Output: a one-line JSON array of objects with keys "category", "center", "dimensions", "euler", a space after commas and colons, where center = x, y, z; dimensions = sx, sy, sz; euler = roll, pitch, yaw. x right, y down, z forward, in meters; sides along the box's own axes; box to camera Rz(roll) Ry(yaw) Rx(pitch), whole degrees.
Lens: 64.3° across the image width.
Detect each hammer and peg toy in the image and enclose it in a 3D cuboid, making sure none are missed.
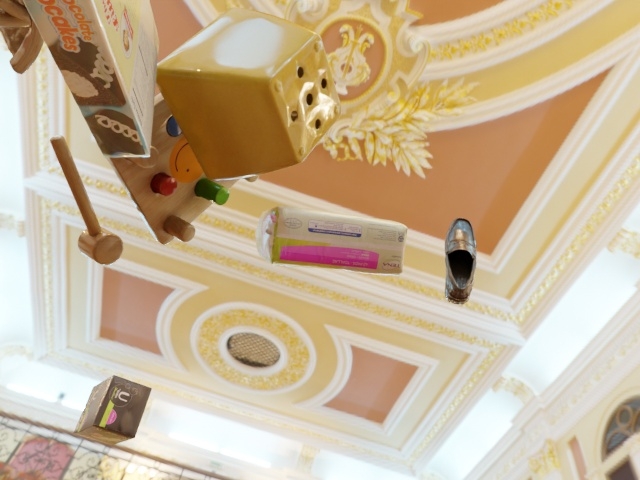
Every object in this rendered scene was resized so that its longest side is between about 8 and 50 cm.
[{"category": "hammer and peg toy", "center": [-0.277, -0.121, 0.897], "dimensions": [0.127, 0.361, 0.266], "euler": [27, -32, 29]}]

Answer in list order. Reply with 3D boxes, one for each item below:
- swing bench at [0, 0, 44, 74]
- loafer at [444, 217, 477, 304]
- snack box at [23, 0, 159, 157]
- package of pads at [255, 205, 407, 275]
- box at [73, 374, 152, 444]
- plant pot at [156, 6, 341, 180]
[{"category": "swing bench", "center": [-0.477, -0.365, 0.592], "dimensions": [0.165, 0.254, 0.253], "euler": [-42, -110, 30]}, {"category": "loafer", "center": [0.320, 0.036, 1.151], "dimensions": [0.076, 0.223, 0.078], "euler": [9, -33, 7]}, {"category": "snack box", "center": [-0.222, -0.247, 0.502], "dimensions": [0.060, 0.187, 0.322], "euler": [-1, -24, -7]}, {"category": "package of pads", "center": [0.000, 0.000, 0.942], "dimensions": [0.229, 0.296, 0.101], "euler": [6, -90, -11]}, {"category": "box", "center": [-0.252, 0.207, 0.618], "dimensions": [0.052, 0.062, 0.083], "euler": [31, -39, -26]}, {"category": "plant pot", "center": [-0.092, -0.228, 0.810], "dimensions": [0.187, 0.212, 0.212], "euler": [13, -38, 33]}]
